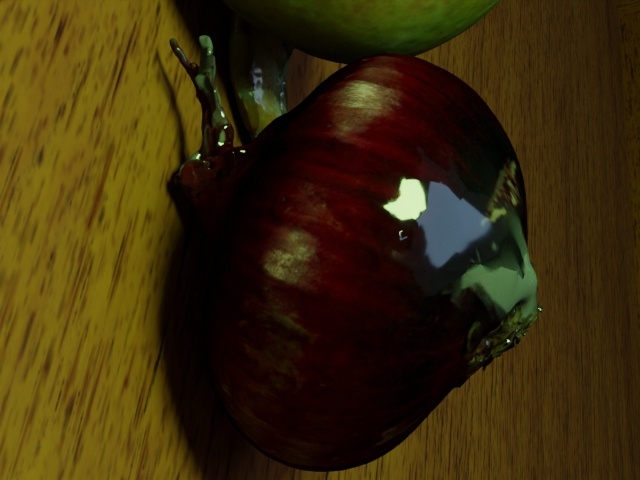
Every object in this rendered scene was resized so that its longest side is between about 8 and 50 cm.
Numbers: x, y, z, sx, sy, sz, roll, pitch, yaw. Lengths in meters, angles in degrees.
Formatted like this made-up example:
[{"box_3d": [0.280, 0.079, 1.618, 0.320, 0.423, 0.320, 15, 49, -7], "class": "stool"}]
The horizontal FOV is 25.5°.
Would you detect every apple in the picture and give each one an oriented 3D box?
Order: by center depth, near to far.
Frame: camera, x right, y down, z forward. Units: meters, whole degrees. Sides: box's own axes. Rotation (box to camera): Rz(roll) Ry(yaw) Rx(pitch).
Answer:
[{"box_3d": [0.023, -0.236, 0.964, 0.261, 0.194, 0.261, 29, 32, -20], "class": "apple"}]

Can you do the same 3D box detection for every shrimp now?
[{"box_3d": [-0.009, -0.117, 1.118, 0.262, 0.051, 0.198, -47, 132, -63], "class": "shrimp"}]

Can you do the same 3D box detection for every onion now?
[{"box_3d": [0.000, 0.000, 0.889, 0.273, 0.285, 0.273, -61, 174, -12], "class": "onion"}]
